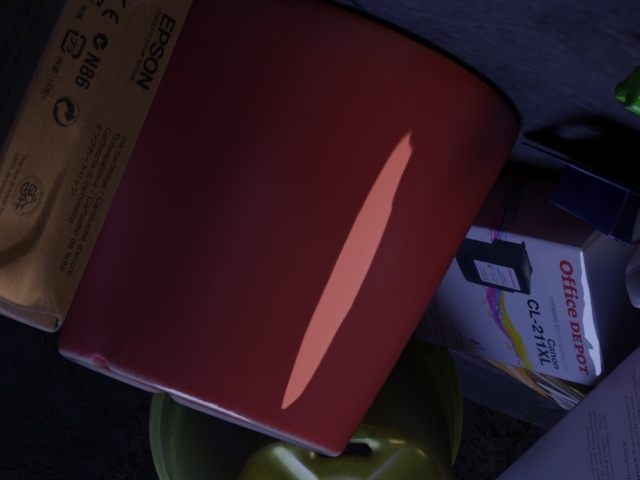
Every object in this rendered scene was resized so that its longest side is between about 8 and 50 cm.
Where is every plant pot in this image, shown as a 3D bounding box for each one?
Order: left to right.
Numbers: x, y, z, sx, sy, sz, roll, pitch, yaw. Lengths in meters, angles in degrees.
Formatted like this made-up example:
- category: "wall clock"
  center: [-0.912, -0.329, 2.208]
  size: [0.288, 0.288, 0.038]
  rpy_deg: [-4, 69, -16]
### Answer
- category: "plant pot"
  center: [-0.037, -0.007, 1.034]
  size: [0.274, 0.243, 0.275]
  rpy_deg: [21, 171, 3]
- category: "plant pot"
  center: [0.003, 0.187, 1.276]
  size: [0.276, 0.276, 0.254]
  rpy_deg: [22, -170, -12]

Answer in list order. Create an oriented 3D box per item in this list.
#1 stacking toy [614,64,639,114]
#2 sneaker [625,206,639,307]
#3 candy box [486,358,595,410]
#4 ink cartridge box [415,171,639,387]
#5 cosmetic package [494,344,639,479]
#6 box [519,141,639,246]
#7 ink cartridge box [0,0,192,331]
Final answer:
- category: "stacking toy"
  center: [0.252, -0.053, 0.712]
  size: [0.167, 0.052, 0.221]
  rpy_deg: [24, 173, -14]
- category: "sneaker"
  center: [0.294, 0.031, 0.888]
  size: [0.262, 0.121, 0.099]
  rpy_deg: [18, 172, 18]
- category: "candy box"
  center: [0.209, 0.089, 1.407]
  size: [0.316, 0.088, 0.183]
  rpy_deg: [32, 175, 7]
- category: "ink cartridge box"
  center: [0.146, 0.023, 1.170]
  size: [0.175, 0.072, 0.127]
  rpy_deg: [13, 130, 40]
- category: "cosmetic package"
  center: [0.266, 0.197, 1.152]
  size: [0.196, 0.155, 0.365]
  rpy_deg: [3, 150, -15]
- category: "box"
  center: [0.235, -0.001, 1.021]
  size: [0.225, 0.037, 0.136]
  rpy_deg: [23, -173, -10]
- category: "ink cartridge box"
  center: [-0.197, -0.080, 0.965]
  size: [0.193, 0.235, 0.088]
  rpy_deg: [13, 168, 46]
